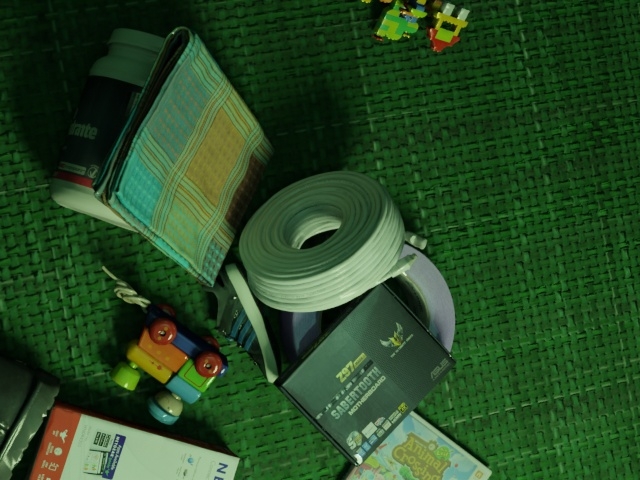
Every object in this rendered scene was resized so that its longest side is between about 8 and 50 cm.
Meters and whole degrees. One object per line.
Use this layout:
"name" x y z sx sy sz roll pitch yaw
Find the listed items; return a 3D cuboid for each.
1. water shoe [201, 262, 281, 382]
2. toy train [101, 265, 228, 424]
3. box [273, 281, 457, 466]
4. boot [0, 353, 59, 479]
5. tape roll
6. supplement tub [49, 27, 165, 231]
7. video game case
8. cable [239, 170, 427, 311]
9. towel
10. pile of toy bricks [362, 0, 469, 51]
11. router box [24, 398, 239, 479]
"water shoe" -0.125 0.137 1.903 0.080 0.073 0.203 -21 92 6
"toy train" -0.277 0.166 1.843 0.248 0.105 0.143 37 94 -13
"box" 0.070 0.205 1.862 0.232 0.059 0.183 -45 100 -11
"boot" -0.655 0.250 1.704 0.445 0.146 0.367 31 74 -17
"tape roll" 0.076 0.132 1.939 0.274 0.090 0.275 0 91 -15
"supplement tub" -0.275 -0.158 1.784 0.191 0.191 0.272 20 85 -15
"video game case" 0.154 0.406 1.999 0.212 0.023 0.193 38 81 -13
"cable" 0.000 0.000 1.832 0.257 0.257 0.089 -34 129 -10
"towel" -0.180 -0.109 1.737 0.040 0.370 0.271 17 75 24
"pile of toy bricks" 0.124 -0.371 1.952 0.212 0.118 0.105 12 116 -31
"router box" -0.319 0.445 1.836 0.301 0.082 0.335 18 86 -15
